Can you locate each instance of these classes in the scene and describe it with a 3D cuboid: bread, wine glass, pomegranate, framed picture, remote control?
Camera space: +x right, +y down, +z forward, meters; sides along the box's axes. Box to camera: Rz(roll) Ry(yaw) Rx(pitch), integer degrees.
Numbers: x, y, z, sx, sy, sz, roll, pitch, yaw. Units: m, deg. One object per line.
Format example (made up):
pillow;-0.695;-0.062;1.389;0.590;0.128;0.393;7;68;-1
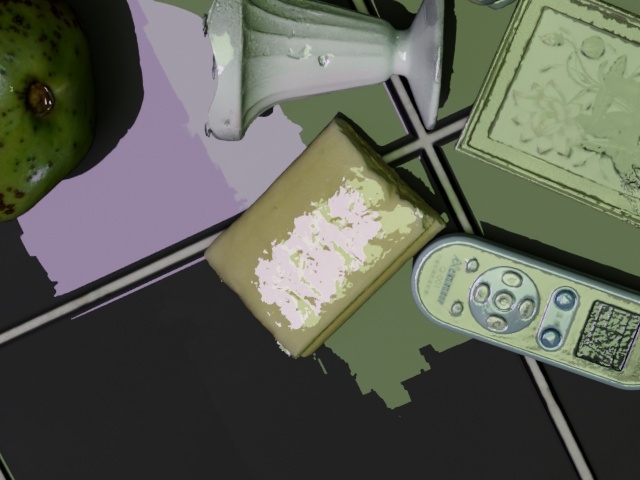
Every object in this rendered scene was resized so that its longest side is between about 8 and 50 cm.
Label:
bread;0.000;0.000;1.480;0.139;0.060;0.178;45;104;5
wine glass;0.002;-0.161;1.401;0.196;0.165;0.165;1;103;2
pomegranate;-0.306;-0.131;1.439;0.248;0.214;0.214;18;108;40
framed picture;0.252;-0.109;1.458;0.231;0.010;0.173;22;104;1
remote control;0.197;0.061;1.485;0.244;0.047;0.087;20;101;2

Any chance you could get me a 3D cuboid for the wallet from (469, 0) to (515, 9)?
wallet;0.102;-0.377;1.358;0.252;0.083;0.360;-42;94;-7
